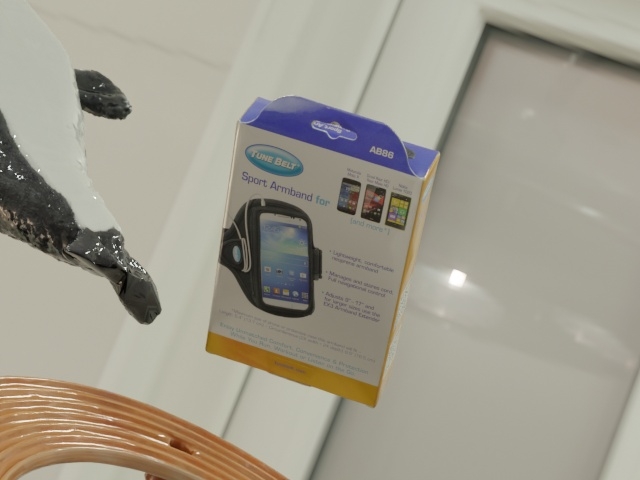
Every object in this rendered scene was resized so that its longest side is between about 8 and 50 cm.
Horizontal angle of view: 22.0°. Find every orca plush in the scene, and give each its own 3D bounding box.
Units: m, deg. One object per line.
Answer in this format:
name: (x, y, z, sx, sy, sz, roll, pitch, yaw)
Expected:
orca plush: (-0.184, -0.045, 0.981, 0.151, 0.102, 0.287, -4, 45, -50)

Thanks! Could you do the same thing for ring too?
ring: (-0.056, 0.179, 0.751, 0.336, 0.032, 0.336, 29, 17, -10)

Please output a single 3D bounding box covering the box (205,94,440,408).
box: (0.000, 0.000, 0.688, 0.081, 0.136, 0.028, 18, 33, 10)
